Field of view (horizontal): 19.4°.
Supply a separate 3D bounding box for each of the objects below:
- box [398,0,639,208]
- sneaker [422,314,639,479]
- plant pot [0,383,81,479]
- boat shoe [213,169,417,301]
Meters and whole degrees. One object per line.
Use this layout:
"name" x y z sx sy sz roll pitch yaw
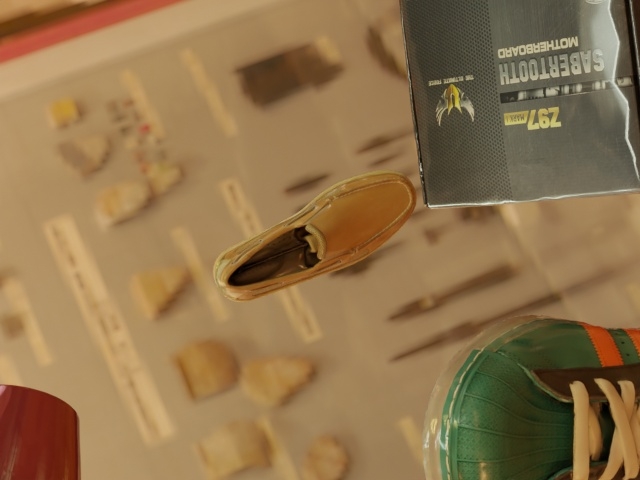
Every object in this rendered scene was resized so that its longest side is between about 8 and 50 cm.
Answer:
"box" 0.160 -0.121 1.362 0.233 0.059 0.183 -2 97 51
"sneaker" 0.186 0.096 1.051 0.121 0.302 0.108 4 96 44
"plant pot" -0.329 0.257 1.950 0.201 0.201 0.180 94 -177 -60
"boat shoe" 0.000 0.000 1.586 0.068 0.190 0.072 59 175 -3
